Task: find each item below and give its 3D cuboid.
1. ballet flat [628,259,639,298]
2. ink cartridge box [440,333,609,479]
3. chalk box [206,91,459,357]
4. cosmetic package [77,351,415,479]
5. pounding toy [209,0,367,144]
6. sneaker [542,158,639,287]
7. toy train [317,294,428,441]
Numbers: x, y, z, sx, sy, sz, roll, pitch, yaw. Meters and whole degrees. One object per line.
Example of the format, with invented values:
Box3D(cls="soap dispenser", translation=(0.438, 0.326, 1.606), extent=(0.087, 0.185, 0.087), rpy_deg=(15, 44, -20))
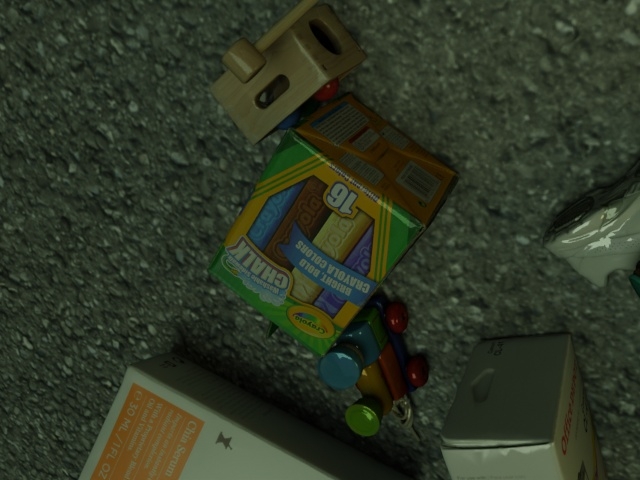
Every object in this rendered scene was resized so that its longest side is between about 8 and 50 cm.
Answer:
Box3D(cls="ballet flat", translation=(0.420, 0.107, 0.761), extent=(0.096, 0.095, 0.280), rpy_deg=(-34, 125, 2))
Box3D(cls="ink cartridge box", translation=(0.268, 0.302, 0.862), extent=(0.131, 0.226, 0.306), rpy_deg=(-10, 110, 28))
Box3D(cls="chalk box", translation=(0.000, 0.000, 0.864), extent=(0.179, 0.180, 0.289), rpy_deg=(38, 122, 3))
Box3D(cls="cosmetic package", translation=(-0.111, 0.374, 1.059), extent=(0.453, 0.161, 0.230), rpy_deg=(25, 93, 11))
Box3D(cls="pounding toy", translation=(-0.028, -0.186, 0.769), extent=(0.181, 0.206, 0.094), rpy_deg=(-34, 97, 33))
Box3D(cls="sneaker", translation=(0.361, -0.027, 0.753), extent=(0.115, 0.090, 0.232), rpy_deg=(44, 133, -9))
Box3D(cls="toy train", translation=(0.080, 0.212, 0.951), extent=(0.105, 0.143, 0.248), rpy_deg=(-13, 108, 29))
